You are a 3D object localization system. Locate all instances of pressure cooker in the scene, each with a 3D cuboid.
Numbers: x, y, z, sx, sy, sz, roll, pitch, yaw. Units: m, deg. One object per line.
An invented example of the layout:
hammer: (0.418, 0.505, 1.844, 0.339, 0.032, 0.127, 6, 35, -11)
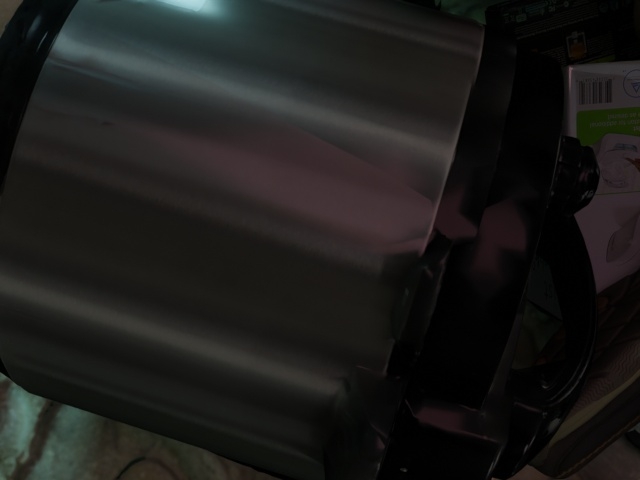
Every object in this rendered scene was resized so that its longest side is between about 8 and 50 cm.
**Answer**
pressure cooker: (0.001, -0.004, 0.559, 0.420, 0.375, 0.370, 16, 80, 4)

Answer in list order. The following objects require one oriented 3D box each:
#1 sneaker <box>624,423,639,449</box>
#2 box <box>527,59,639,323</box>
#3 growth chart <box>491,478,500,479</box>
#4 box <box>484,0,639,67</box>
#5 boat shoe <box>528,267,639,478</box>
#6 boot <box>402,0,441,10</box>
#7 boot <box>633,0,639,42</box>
sneaker: (0.429, 0.162, 0.623, 0.365, 0.210, 0.137, 27, 73, 5)
box: (0.333, -0.052, 0.686, 0.262, 0.127, 0.231, -6, 100, -5)
growth chart: (0.110, 0.328, 0.616, 0.172, 0.021, 0.237, -17, 95, -11)
box: (0.276, -0.172, 0.758, 0.190, 0.045, 0.184, -19, 112, -8)
boat shoe: (0.305, 0.071, 0.570, 0.355, 0.132, 0.130, -44, 93, 6)
boot: (0.085, -0.248, 0.820, 0.121, 0.045, 0.099, -9, 76, -7)
boot: (0.417, -0.228, 0.718, 0.305, 0.115, 0.112, -6, 106, -37)
